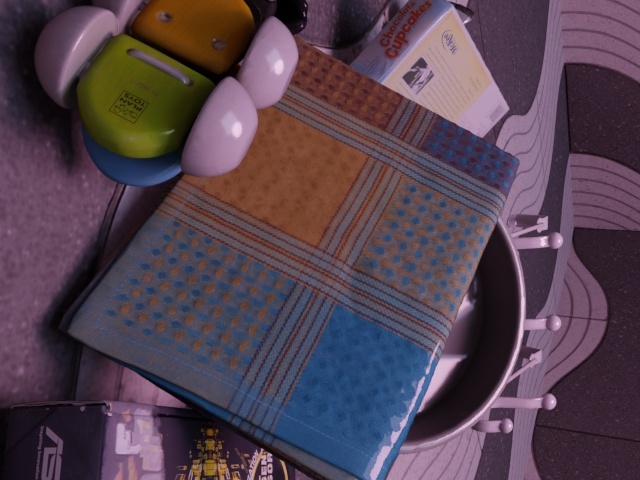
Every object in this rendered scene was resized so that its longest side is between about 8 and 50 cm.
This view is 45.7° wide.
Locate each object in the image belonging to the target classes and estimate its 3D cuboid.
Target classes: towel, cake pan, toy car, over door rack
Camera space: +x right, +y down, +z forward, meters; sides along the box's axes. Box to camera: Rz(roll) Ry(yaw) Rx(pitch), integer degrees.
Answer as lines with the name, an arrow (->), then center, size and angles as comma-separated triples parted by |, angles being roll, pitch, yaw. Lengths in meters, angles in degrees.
towel -> 0.000, 0.000, 0.656 | 0.370, 0.271, 0.040 | -59, 178, -32
cake pan -> 0.074, 0.060, 0.760 | 0.293, 0.054, 0.293 | 2, 84, -24
toy car -> -0.118, -0.115, 0.583 | 0.182, 0.159, 0.136 | -65, -176, -38
over door rack -> 0.282, 0.097, 1.050 | 0.324, 0.108, 0.240 | -21, 113, -64

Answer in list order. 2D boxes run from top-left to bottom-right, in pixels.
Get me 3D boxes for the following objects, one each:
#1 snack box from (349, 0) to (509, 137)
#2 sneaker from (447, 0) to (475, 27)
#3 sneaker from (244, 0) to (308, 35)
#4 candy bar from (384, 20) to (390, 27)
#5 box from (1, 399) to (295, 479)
snack box -> 0.149, -0.194, 1.073 | 0.187, 0.060, 0.322 | -47, 151, 7
sneaker -> 0.184, -0.243, 1.195 | 0.100, 0.108, 0.271 | -56, 151, -48
sneaker -> -0.079, -0.245, 0.655 | 0.234, 0.106, 0.078 | 40, 57, -59
candy bar -> 0.133, -0.328, 1.193 | 0.161, 0.018, 0.040 | -36, 125, -59
box -> -0.119, 0.331, 0.586 | 0.318, 0.097, 0.395 | 34, 53, -62
